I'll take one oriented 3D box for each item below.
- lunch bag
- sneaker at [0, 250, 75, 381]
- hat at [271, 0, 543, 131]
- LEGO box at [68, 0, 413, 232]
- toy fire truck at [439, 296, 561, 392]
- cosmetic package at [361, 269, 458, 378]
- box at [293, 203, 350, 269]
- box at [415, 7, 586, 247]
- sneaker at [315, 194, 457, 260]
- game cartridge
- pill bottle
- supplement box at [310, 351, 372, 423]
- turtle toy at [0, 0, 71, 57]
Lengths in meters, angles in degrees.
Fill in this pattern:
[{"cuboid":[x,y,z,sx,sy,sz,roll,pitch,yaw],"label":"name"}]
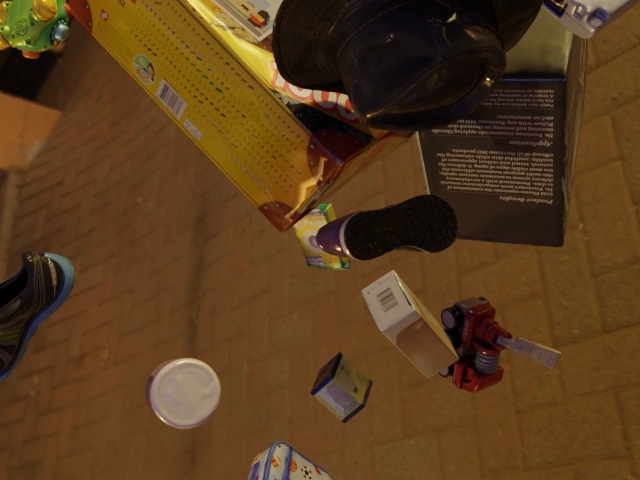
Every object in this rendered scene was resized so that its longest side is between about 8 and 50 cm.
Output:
[{"cuboid":[-0.081,0.645,1.709,0.115,0.243,0.303,-38,21,26],"label":"lunch bag"},{"cuboid":[-0.351,0.086,0.793,0.188,0.078,0.067,-52,44,5],"label":"sneaker"},{"cuboid":[0.114,-0.206,0.851,0.331,0.332,0.133,-30,62,45],"label":"hat"},{"cuboid":[-0.080,-0.314,1.151,0.500,0.372,0.193,46,137,4],"label":"LEGO box"},{"cuboid":[0.420,0.273,1.720,0.246,0.159,0.216,37,132,49],"label":"toy fire truck"},{"cuboid":[0.092,0.087,0.731,0.041,0.115,0.060,-34,46,10],"label":"cosmetic package"},{"cuboid":[0.000,0.000,1.686,0.105,0.179,0.043,0,35,34],"label":"box"},{"cuboid":[0.398,-0.319,1.525,0.298,0.471,0.479,7,55,21],"label":"box"},{"cuboid":[0.121,-0.025,1.314,0.124,0.283,0.107,-1,93,55],"label":"sneaker"},{"cuboid":[0.372,-0.453,1.113,0.294,0.196,0.060,48,163,16],"label":"game cartridge"},{"cuboid":[-0.359,0.386,1.840,0.301,0.169,0.169,151,128,-70],"label":"pill bottle"},{"cuboid":[0.038,0.259,1.271,0.056,0.083,0.083,-45,6,25],"label":"supplement box"},{"cuboid":[-0.343,-0.275,0.878,0.095,0.066,0.130,-24,50,19],"label":"turtle toy"}]
